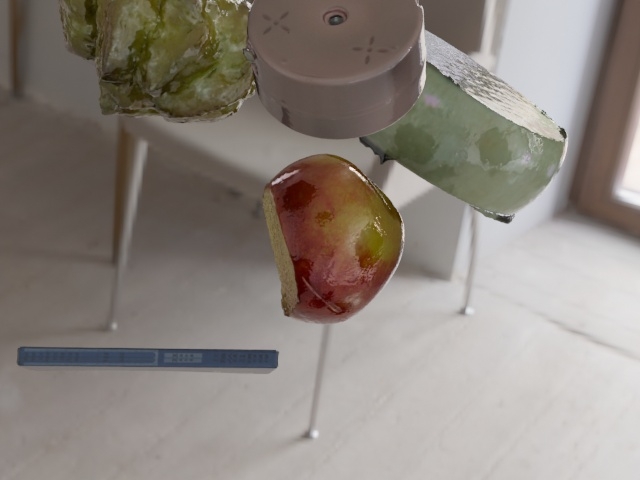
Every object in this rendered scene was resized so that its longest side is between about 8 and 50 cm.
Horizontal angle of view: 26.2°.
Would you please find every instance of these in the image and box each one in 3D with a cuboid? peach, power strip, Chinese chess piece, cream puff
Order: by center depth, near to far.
[{"bbox_3d":[0.012,-0.163,1.162,0.154,0.078,0.154,-3,55,4],"label":"power strip"},{"bbox_3d":[-0.169,-0.227,1.488,0.244,0.196,0.244,5,4,0],"label":"cream puff"},{"bbox_3d":[0.000,0.000,1.637,0.192,0.190,0.190,-48,50,-1],"label":"peach"},{"bbox_3d":[0.172,-0.174,1.912,0.349,0.146,0.349,30,17,-10],"label":"Chinese chess piece"}]

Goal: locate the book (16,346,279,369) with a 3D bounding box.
[{"bbox_3d":[-0.185,0.131,1.500,0.269,0.025,0.191,1,-7,-5],"label":"book"}]
